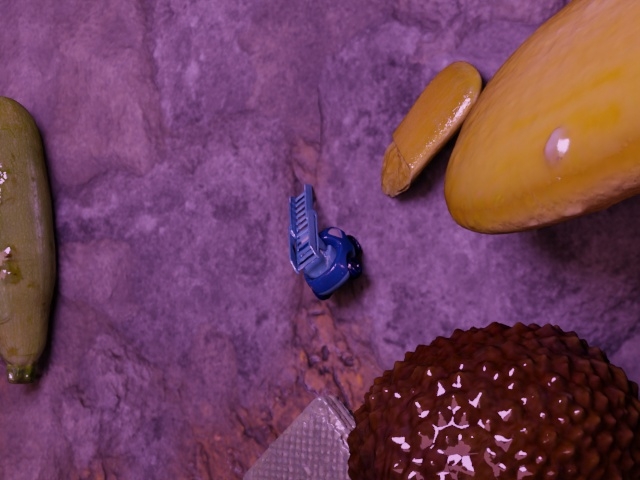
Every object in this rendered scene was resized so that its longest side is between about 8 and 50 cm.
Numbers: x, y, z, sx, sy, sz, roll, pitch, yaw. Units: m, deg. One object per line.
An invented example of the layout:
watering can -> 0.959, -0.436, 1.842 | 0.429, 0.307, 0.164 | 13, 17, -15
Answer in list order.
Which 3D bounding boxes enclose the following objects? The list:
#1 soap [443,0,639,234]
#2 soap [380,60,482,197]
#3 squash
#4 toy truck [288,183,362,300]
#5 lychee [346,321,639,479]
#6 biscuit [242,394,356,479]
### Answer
soap -> 0.269, -0.143, 1.001 | 0.427, 0.115, 0.306 | -24, 35, 53
soap -> 0.110, -0.114, 1.228 | 0.168, 0.033, 0.089 | -54, 27, 15
squash -> -0.395, -0.003, 1.485 | 0.118, 0.118, 0.371 | -11, 83, 29
toy truck -> 0.000, 0.000, 1.291 | 0.063, 0.074, 0.136 | -38, 29, 21
lychee -> 0.171, 0.193, 1.075 | 0.267, 0.267, 0.268 | -2, 86, 30
biscuit -> 0.031, 0.304, 1.235 | 0.150, 0.052, 0.252 | -47, 66, 20
